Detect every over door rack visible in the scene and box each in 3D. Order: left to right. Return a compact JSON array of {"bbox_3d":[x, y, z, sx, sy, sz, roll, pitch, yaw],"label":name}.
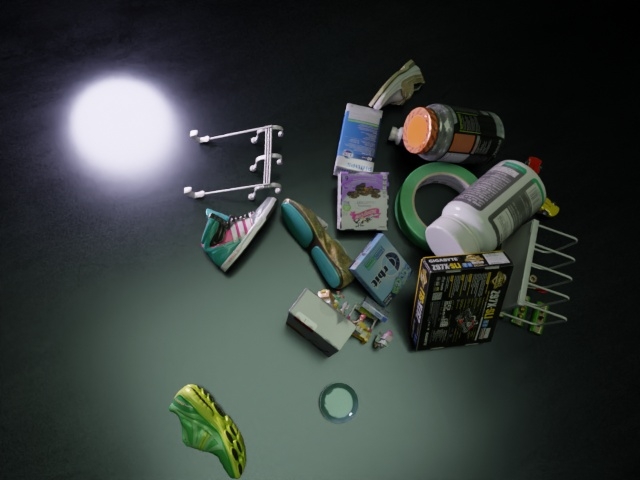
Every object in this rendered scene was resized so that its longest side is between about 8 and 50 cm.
[{"bbox_3d":[-0.285,-0.263,1.666,0.325,0.108,0.239,-3,71,8],"label":"over door rack"}]

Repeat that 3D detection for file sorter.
[{"bbox_3d":[0.678,0.111,1.545,0.173,0.193,0.277,18,73,-3],"label":"file sorter"}]

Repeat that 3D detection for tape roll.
[{"bbox_3d":[0.425,-0.114,1.702,0.322,0.077,0.321,2,71,-6],"label":"tape roll"}]

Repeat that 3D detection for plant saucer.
[{"bbox_3d":[0.056,0.495,1.488,0.119,0.021,0.119,2,72,-5],"label":"plant saucer"}]

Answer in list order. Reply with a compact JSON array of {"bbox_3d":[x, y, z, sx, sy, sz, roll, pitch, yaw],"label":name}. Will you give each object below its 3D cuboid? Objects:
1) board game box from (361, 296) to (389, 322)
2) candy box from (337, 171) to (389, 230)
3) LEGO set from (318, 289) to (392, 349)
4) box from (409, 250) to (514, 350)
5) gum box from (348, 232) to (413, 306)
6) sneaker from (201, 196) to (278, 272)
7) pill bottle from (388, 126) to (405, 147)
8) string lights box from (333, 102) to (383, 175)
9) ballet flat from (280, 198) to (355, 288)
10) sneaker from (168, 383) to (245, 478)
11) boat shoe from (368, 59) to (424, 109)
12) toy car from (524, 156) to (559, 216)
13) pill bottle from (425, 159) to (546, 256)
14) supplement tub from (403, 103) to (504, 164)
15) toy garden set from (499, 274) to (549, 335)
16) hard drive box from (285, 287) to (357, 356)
[{"bbox_3d":[0.176,0.219,1.558,0.090,0.090,0.020,37,100,6],"label":"board game box"},{"bbox_3d":[0.143,-0.132,1.644,0.165,0.070,0.196,0,95,-7],"label":"candy box"},{"bbox_3d":[0.101,0.222,1.525,0.287,0.132,0.107,40,65,-16],"label":"LEGO set"},{"bbox_3d":[0.420,0.189,1.486,0.257,0.321,0.079,-6,35,-9],"label":"box"},{"bbox_3d":[0.199,0.096,1.579,0.157,0.041,0.184,-49,115,-18],"label":"gum box"},{"bbox_3d":[-0.283,-0.062,1.587,0.178,0.124,0.295,38,73,-4],"label":"sneaker"},{"bbox_3d":[0.312,-0.373,1.779,0.120,0.067,0.067,18,71,0],"label":"pill bottle"},{"bbox_3d":[0.135,-0.351,1.746,0.134,0.076,0.259,12,71,-2],"label":"string lights box"},{"bbox_3d":[0.000,0.000,1.607,0.123,0.123,0.348,-32,77,-15],"label":"ballet flat"},{"bbox_3d":[-0.321,0.554,1.398,0.123,0.109,0.295,-40,81,7],"label":"sneaker"},{"bbox_3d":[0.293,-0.558,1.795,0.103,0.113,0.302,45,59,-5],"label":"boat shoe"},{"bbox_3d":[0.722,-0.178,1.768,0.225,0.053,0.238,-10,73,-9],"label":"toy car"},{"bbox_3d":[0.521,-0.081,1.553,0.361,0.204,0.204,-37,79,-16],"label":"pill bottle"},{"bbox_3d":[0.456,-0.365,1.682,0.316,0.193,0.193,1,71,-27],"label":"supplement tub"},{"bbox_3d":[0.663,0.176,1.646,0.244,0.049,0.203,24,71,2],"label":"toy garden set"},{"bbox_3d":[-0.005,0.249,1.451,0.181,0.232,0.089,37,72,7],"label":"hard drive box"}]
